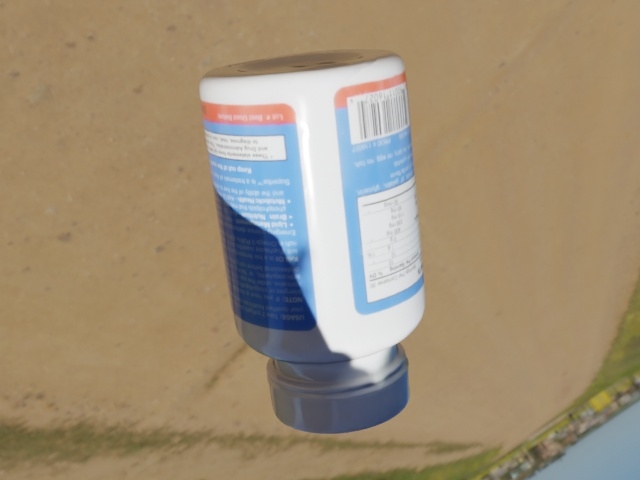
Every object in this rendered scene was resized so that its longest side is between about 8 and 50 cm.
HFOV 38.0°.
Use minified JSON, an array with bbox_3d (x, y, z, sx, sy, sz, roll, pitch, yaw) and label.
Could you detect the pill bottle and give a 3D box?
[{"bbox_3d":[0.000,0.000,0.575,0.124,0.222,0.124,-5,-164,2],"label":"pill bottle"}]
